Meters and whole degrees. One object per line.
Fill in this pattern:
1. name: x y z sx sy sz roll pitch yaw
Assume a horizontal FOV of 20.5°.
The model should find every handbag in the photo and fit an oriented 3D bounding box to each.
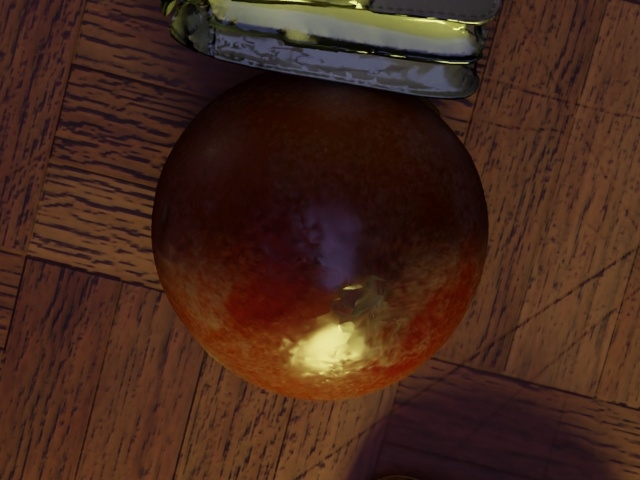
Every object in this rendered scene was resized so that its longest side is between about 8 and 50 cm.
1. handbag: 0.029 -0.307 1.311 0.237 0.160 0.358 7 72 3

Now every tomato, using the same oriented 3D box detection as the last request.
1. tomato: 0.000 0.000 1.376 0.265 0.265 0.264 0 99 -1

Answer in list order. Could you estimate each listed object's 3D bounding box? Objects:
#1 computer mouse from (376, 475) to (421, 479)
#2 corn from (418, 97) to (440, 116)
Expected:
1. computer mouse: 0.135 0.286 1.518 0.245 0.056 0.125 22 97 -3
2. corn: 0.062 -0.121 1.467 0.083 0.027 0.028 38 113 -8
